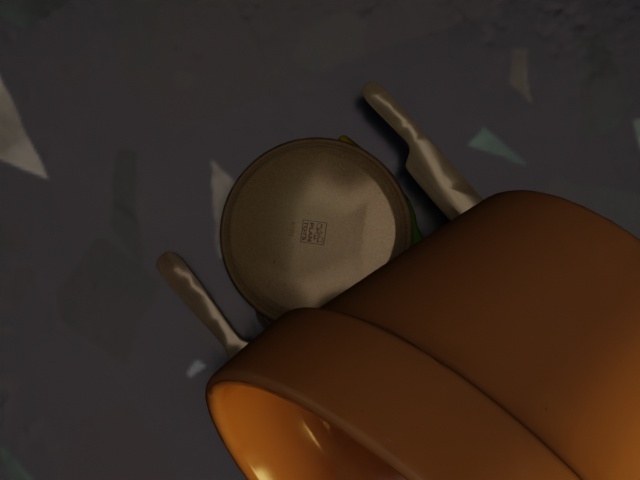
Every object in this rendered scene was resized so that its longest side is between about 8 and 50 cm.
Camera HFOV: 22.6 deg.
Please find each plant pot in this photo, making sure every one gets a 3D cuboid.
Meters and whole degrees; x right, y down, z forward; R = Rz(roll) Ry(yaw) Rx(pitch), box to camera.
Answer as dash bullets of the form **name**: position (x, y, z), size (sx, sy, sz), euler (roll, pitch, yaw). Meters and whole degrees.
- **plant pot**: position (0.107, 0.108, 0.913), size (0.291, 0.291, 0.203), euler (43, 71, 0)

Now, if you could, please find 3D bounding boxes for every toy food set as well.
- **toy food set**: position (0.000, 0.000, 1.023), size (0.192, 0.038, 0.132), euler (-39, 83, 2)
